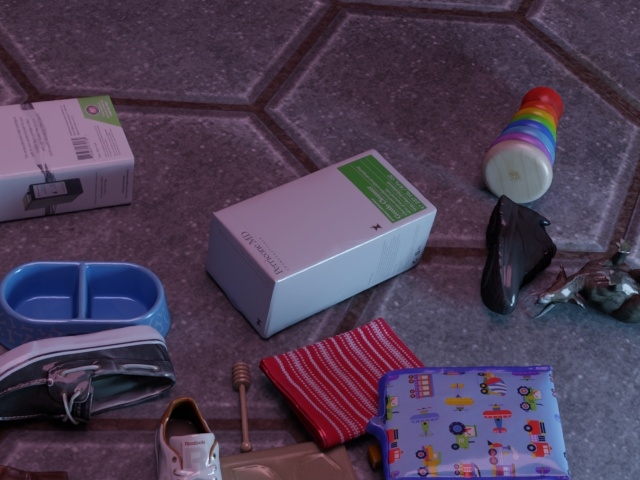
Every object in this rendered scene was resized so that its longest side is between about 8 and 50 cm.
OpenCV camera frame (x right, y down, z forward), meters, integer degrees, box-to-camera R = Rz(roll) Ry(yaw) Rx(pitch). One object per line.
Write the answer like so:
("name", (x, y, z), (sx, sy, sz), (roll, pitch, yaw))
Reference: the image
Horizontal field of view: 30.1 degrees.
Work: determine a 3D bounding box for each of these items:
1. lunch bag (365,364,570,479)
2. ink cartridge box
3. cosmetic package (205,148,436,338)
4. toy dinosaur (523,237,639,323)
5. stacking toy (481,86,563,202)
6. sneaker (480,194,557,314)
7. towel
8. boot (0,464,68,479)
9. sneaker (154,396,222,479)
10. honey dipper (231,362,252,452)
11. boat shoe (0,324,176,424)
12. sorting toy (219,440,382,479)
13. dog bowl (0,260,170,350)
("lunch bag", (0.217, 0.304, 1.853), (0.293, 0.138, 0.221), (8, 45, -8))
("ink cartridge box", (-0.499, -0.153, 2.183), (0.272, 0.115, 0.198), (-9, 47, -21))
("cosmetic package", (0.000, 0.000, 2.110), (0.365, 0.155, 0.197), (-24, 56, -33))
("toy dinosaur", (0.543, 0.092, 2.149), (0.313, 0.160, 0.121), (15, 62, -14))
("stacking toy", (0.431, -0.220, 2.449), (0.141, 0.141, 0.330), (20, 41, 8))
("sneaker", (0.371, 0.029, 2.200), (0.130, 0.109, 0.286), (18, 46, -1))
("towel", (0.056, 0.228, 1.956), (0.274, 0.031, 0.199), (-16, 51, -36))
("boot", (-0.423, 0.374, 1.727), (0.114, 0.037, 0.106), (11, 46, -8))
("sneaker", (-0.193, 0.357, 1.731), (0.105, 0.123, 0.290), (-4, 48, -19))
("honey dipper", (-0.122, 0.269, 1.904), (0.030, 0.030, 0.161), (1, 49, -12))
("boat shoe", (-0.377, 0.219, 1.828), (0.335, 0.121, 0.119), (-16, 49, -27))
("sorting toy", (0.008, 0.396, 1.798), (0.307, 0.041, 0.229), (-6, 43, -19))
("dog bowl", (-0.395, 0.106, 1.974), (0.297, 0.074, 0.166), (1, 45, -12))
